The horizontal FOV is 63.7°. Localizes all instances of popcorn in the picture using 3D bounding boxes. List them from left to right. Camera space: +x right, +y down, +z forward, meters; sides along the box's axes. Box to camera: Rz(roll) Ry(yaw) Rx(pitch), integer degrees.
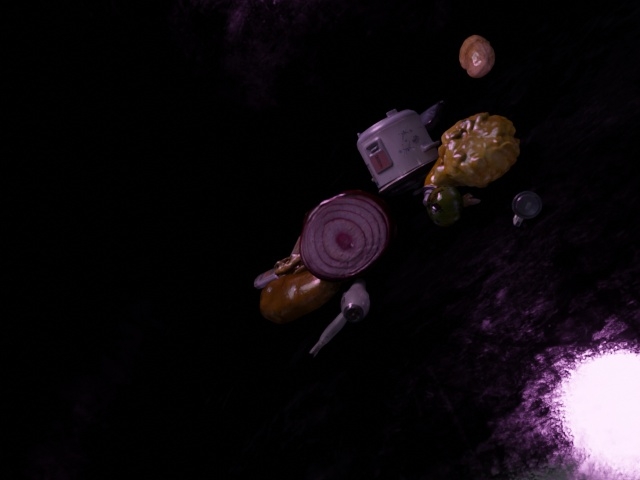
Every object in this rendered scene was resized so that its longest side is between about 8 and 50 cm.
[{"bbox_3d":[0.449,-0.243,1.492,0.266,0.192,0.233,-35,39,31],"label":"popcorn"}]

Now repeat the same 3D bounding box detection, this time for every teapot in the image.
[{"bbox_3d":[0.486,-0.076,1.234,0.057,0.066,0.088,-35,-32,-76],"label":"teapot"}]

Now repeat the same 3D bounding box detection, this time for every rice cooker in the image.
[{"bbox_3d":[0.286,-0.298,1.837,0.316,0.317,0.264,-33,-4,42],"label":"rice cooker"}]

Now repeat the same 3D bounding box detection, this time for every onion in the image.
[{"bbox_3d":[0.086,-0.019,1.720,0.336,0.282,0.260,-42,-2,7],"label":"onion"}]

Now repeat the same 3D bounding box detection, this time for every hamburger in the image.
[{"bbox_3d":[-0.075,0.115,2.083,0.206,0.130,0.183,-27,-7,7],"label":"hamburger"}]

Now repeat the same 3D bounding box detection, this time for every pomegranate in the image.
[{"bbox_3d":[0.380,-0.105,1.490,0.161,0.122,0.122,-12,19,-1],"label":"pomegranate"}]

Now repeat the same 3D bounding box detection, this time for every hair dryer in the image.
[{"bbox_3d":[0.070,0.220,1.605,0.267,0.092,0.229,-48,6,37],"label":"hair dryer"}]

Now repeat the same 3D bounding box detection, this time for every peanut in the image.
[{"bbox_3d":[0.682,-0.801,2.242,0.149,0.149,0.313,-40,23,26],"label":"peanut"}]

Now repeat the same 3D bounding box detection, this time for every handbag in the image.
[{"bbox_3d":[0.422,-0.492,2.316,0.332,0.075,0.191,-39,15,39],"label":"handbag"}]

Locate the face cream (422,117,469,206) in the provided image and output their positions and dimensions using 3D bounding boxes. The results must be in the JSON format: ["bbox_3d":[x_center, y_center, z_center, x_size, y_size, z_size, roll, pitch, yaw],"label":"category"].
[{"bbox_3d":[0.428,-0.243,1.665,0.349,0.105,0.105,-55,18,-23],"label":"face cream"}]

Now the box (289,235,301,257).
[{"bbox_3d":[0.000,0.000,2.233,0.310,0.084,0.198,-35,20,38],"label":"box"}]

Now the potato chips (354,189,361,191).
[{"bbox_3d":[0.109,-0.174,2.419,0.201,0.049,0.150,-32,27,27],"label":"potato chips"}]

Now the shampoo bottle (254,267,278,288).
[{"bbox_3d":[-0.242,0.177,2.490,0.227,0.056,0.086,-25,27,53],"label":"shampoo bottle"}]

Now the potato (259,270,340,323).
[{"bbox_3d":[-0.076,0.198,1.887,0.369,0.176,0.195,-22,-12,42],"label":"potato"}]
